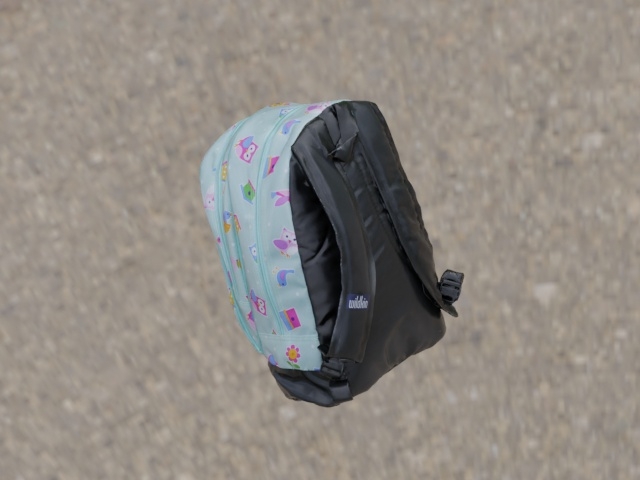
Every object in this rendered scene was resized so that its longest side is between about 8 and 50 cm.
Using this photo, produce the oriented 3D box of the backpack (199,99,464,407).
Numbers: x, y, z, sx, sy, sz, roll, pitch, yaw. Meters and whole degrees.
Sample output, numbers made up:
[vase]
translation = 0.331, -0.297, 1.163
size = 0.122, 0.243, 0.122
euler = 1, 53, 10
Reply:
[backpack]
translation = 0.000, 0.000, 1.279
size = 0.115, 0.182, 0.152
euler = -5, 19, 38
